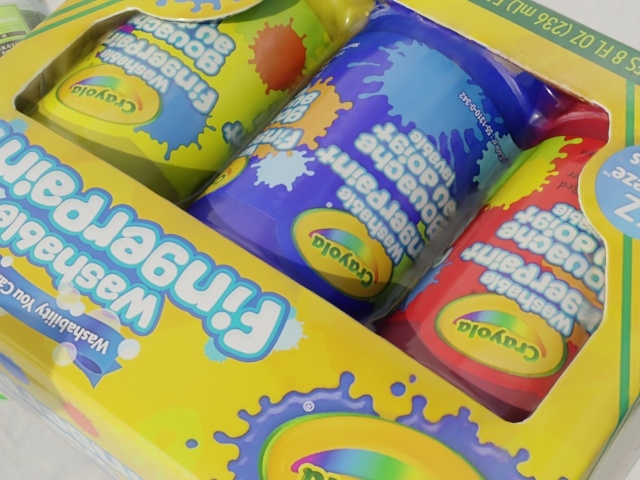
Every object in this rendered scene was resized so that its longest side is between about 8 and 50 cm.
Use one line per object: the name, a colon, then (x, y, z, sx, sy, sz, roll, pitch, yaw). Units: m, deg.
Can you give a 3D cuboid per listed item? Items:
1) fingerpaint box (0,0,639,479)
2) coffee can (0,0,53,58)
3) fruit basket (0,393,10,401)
fingerpaint box: (0.000, 0.000, 0.763, 0.371, 0.445, 0.163, -48, 154, -22)
coffee can: (-0.441, -0.250, 1.680, 0.202, 0.275, 0.201, -24, 148, -16)
fruit basket: (-0.227, 0.053, 1.311, 0.353, 0.327, 0.165, -25, 100, -34)
